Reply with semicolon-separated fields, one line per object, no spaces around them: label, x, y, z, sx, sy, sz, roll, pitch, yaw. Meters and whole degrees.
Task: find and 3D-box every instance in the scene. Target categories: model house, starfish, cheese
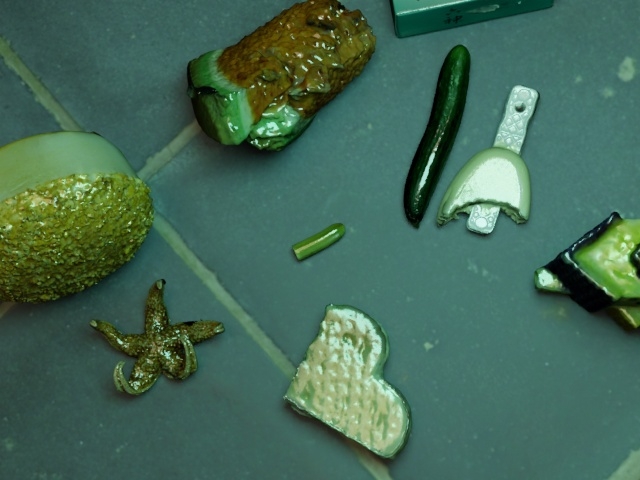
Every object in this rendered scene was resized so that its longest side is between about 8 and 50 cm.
model house;0.397;0.057;1.200;0.211;0.194;0.170;2;82;7
starfish;-0.233;0.137;1.329;0.189;0.074;0.146;-19;79;4
cheese;0.262;-0.116;1.323;0.127;0.050;0.235;17;81;13

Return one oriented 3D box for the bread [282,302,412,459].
bread;0.032;0.210;1.287;0.172;0.064;0.232;-21;76;4

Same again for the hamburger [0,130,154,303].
hamburger;-0.376;-0.020;1.280;0.294;0.276;0.179;-28;70;13

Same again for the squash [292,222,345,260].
squash;0.000;0.000;1.348;0.083;0.027;0.028;-27;77;2

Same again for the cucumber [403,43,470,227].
cucumber;0.175;-0.158;1.341;0.056;0.056;0.285;15;83;10

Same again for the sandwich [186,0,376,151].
sandwich;-0.047;-0.236;1.340;0.301;0.250;0.162;-30;121;-8

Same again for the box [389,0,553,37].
box;0.219;-0.410;1.361;0.244;0.092;0.153;-11;79;5
